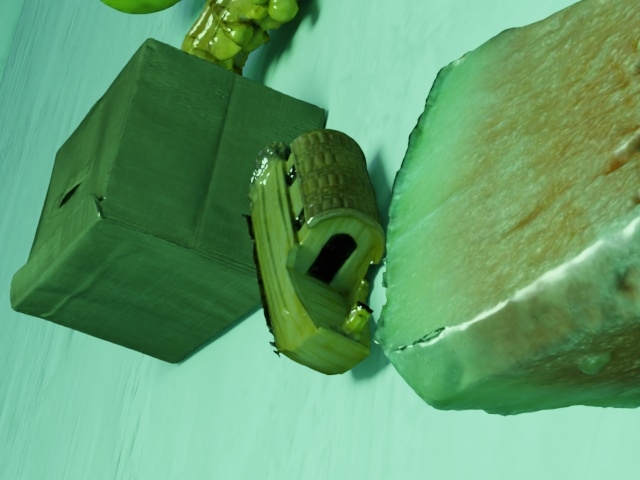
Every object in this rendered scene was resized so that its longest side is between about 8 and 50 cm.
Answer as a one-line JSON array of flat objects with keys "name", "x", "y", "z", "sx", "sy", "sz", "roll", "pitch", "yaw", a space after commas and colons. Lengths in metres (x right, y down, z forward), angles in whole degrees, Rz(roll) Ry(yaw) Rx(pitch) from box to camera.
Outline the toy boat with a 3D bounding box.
[{"name": "toy boat", "x": 0.000, "y": 0.000, "z": 1.013, "sx": 0.088, "sy": 0.068, "sz": 0.226, "roll": -55, "pitch": 22, "yaw": 23}]

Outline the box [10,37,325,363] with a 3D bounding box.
[{"name": "box", "x": -0.122, "y": -0.021, "z": 1.243, "sx": 0.231, "sy": 0.155, "sz": 0.149, "roll": -38, "pitch": 35, "yaw": 59}]

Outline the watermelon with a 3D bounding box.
[{"name": "watermelon", "x": 0.145, "y": -0.034, "z": 0.582, "sx": 0.256, "sy": 0.139, "sz": 0.193, "roll": -37, "pitch": 31, "yaw": 42}]

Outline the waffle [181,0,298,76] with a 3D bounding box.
[{"name": "waffle", "x": -0.042, "y": -0.259, "z": 1.413, "sx": 0.260, "sy": 0.069, "sz": 0.293, "roll": -39, "pitch": 32, "yaw": 52}]

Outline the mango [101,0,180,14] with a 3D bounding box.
[{"name": "mango", "x": -0.138, "y": -0.390, "z": 1.671, "sx": 0.343, "sy": 0.156, "sz": 0.192, "roll": -64, "pitch": 20, "yaw": 12}]
